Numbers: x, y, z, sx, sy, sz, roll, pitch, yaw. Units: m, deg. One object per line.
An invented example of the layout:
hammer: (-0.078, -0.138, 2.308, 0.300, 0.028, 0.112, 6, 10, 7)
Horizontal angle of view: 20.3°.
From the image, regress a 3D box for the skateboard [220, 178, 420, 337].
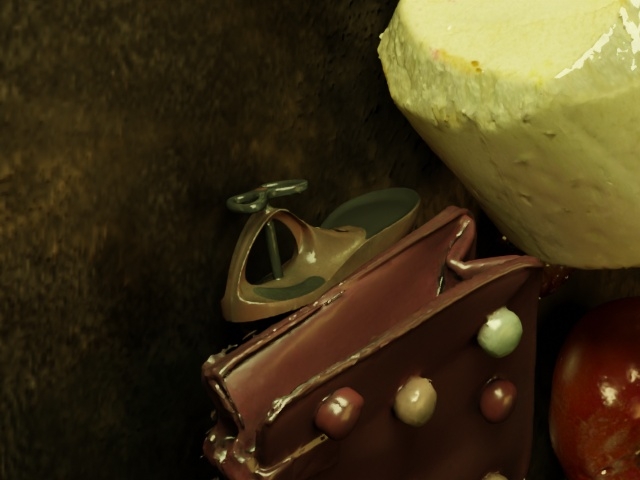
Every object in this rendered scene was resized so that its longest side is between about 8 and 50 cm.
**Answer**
skateboard: (0.000, 0.000, 0.962, 0.151, 0.067, 0.080, -26, 112, -46)

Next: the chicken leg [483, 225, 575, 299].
chicken leg: (0.129, -0.008, 1.159, 0.253, 0.051, 0.106, -59, 136, -26)

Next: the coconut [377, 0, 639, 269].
coconut: (0.168, -0.102, 1.024, 0.244, 0.239, 0.239, 49, 59, -50)

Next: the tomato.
tomato: (0.251, 0.117, 1.273, 0.151, 0.187, 0.187, -69, 155, -61)

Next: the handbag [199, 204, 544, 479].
handbag: (0.030, 0.108, 0.956, 0.216, 0.074, 0.203, -33, 139, -34)
